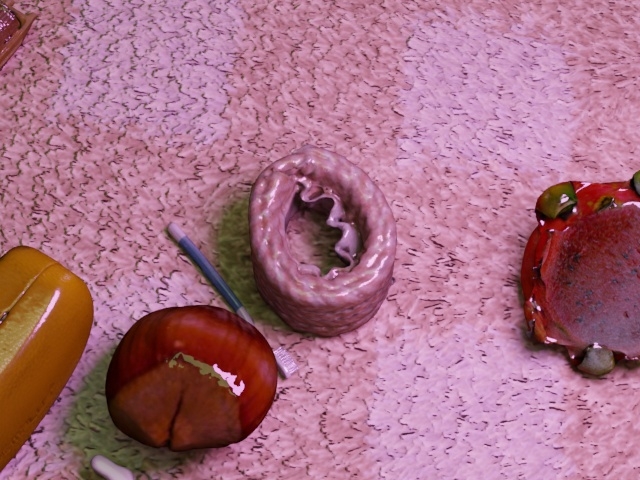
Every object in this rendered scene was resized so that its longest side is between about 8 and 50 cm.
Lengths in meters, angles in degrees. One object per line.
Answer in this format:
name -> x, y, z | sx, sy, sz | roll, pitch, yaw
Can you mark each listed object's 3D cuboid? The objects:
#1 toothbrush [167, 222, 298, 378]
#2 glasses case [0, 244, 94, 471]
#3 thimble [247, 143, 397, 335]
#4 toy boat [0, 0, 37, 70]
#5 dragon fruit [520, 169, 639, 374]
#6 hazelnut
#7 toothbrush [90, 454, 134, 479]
toothbrush -> -0.120, 0.077, 1.854 | 0.025, 0.019, 0.276 | -32, 72, -24
glasses case -> -0.418, 0.191, 1.687 | 0.141, 0.173, 0.371 | 32, 69, 11
thimble -> -0.003, 0.006, 1.832 | 0.196, 0.148, 0.229 | -31, 69, -16
toy boat -> -0.492, -0.260, 1.942 | 0.068, 0.088, 0.226 | 32, 65, 9
dragon fruit -> 0.395, 0.033, 1.822 | 0.268, 0.130, 0.295 | 25, 107, 3
hazelnut -> -0.160, 0.174, 1.734 | 0.212, 0.181, 0.181 | 14, 93, 3
toothbrush -> -0.126, 0.378, 1.701 | 0.386, 0.040, 0.040 | 31, 66, 9
